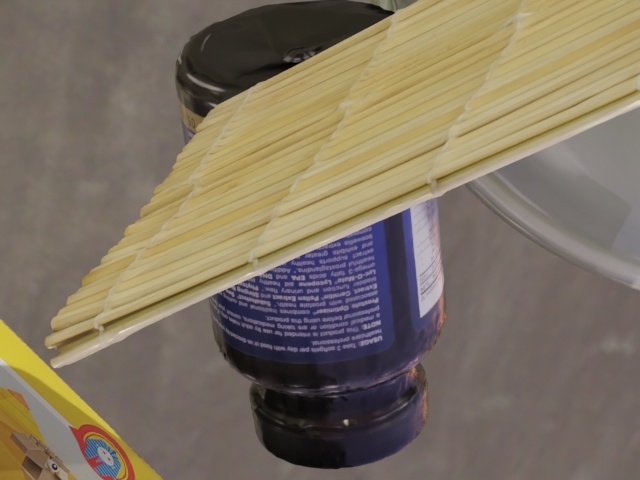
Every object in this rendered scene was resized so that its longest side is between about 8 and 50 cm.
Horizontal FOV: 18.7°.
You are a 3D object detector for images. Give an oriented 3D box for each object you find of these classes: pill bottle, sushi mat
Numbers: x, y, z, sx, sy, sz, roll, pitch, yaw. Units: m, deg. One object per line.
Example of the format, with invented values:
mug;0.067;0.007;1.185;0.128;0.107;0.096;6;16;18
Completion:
pill bottle;0.000;0.000;0.983;0.123;0.123;0.219;-34;129;-42
sushi mat;0.055;-0.055;0.561;0.316;0.019;0.151;-24;-159;36

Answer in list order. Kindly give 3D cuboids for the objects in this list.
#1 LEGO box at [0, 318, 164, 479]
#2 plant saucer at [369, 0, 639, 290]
LEGO box;-0.186;0.244;0.958;0.193;0.500;0.372;-40;-167;19
plant saucer;0.222;-0.169;1.003;0.400;0.400;0.100;-58;177;-4
